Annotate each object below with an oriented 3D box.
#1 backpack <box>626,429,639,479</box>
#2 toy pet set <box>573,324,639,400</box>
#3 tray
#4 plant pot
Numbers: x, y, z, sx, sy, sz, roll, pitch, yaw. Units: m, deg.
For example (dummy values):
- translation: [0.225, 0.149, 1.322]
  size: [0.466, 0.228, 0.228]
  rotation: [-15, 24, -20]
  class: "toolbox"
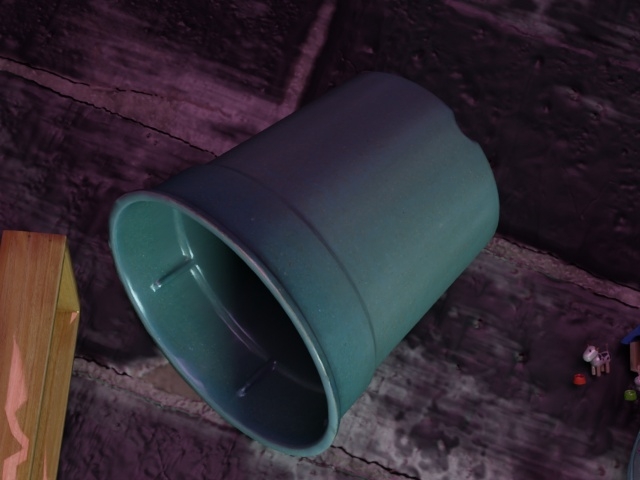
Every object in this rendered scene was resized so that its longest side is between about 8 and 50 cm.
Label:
- translation: [0.436, 0.264, 1.473]
  size: [0.188, 0.144, 0.166]
  rotation: [33, 65, -13]
  class: "backpack"
- translation: [0.374, 0.134, 1.543]
  size: [0.114, 0.122, 0.065]
  rotation: [-17, 110, -37]
  class: "toy pet set"
- translation: [-0.319, 0.218, 1.373]
  size: [0.076, 0.203, 0.411]
  rotation: [6, 65, -3]
  class: "tray"
- translation: [0.000, 0.000, 1.460]
  size: [0.341, 0.341, 0.334]
  rotation: [43, 60, 12]
  class: "plant pot"
